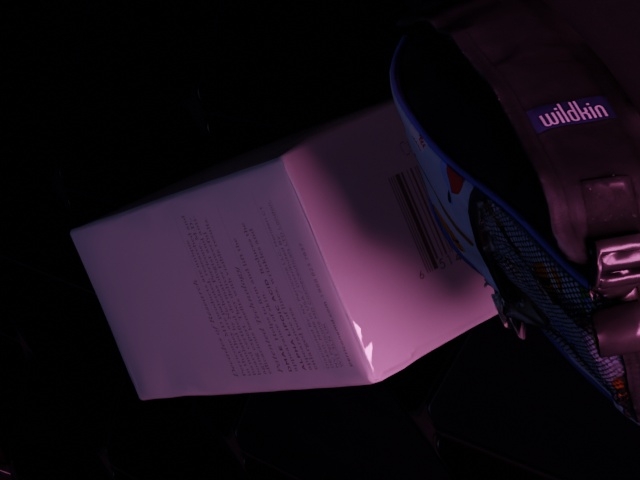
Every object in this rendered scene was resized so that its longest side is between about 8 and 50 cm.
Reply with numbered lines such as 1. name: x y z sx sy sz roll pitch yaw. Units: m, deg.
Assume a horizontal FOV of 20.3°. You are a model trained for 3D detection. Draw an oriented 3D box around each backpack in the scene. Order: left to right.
1. backpack: 0.174 -0.053 0.891 0.263 0.276 0.213 47 161 37

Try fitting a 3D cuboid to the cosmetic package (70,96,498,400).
1. cosmetic package: 0.000 0.000 1.258 0.385 0.217 0.156 -16 98 64
